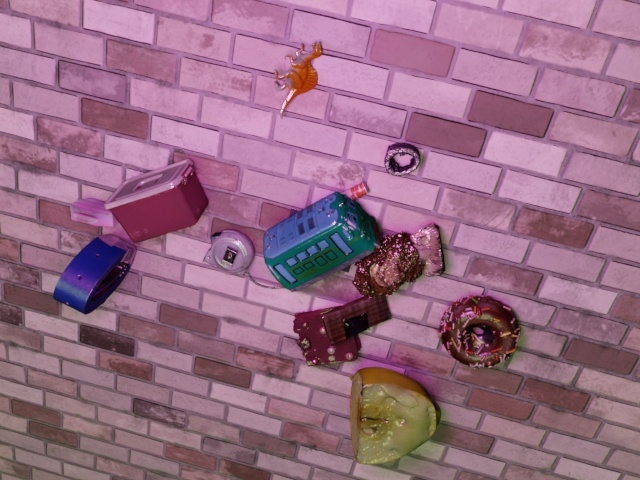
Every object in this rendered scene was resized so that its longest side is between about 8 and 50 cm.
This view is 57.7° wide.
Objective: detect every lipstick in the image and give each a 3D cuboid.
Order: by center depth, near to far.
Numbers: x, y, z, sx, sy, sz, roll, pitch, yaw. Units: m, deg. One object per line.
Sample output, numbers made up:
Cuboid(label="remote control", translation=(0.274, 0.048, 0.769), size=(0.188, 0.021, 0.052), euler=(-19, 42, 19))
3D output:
Cuboid(label="lipstick", translation=(0.088, -0.139, 1.811), size=(0.131, 0.038, 0.038), euler=(-24, 109, 21))

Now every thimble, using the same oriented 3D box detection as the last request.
Cuboid(label="thimble", translation=(0.242, -0.238, 1.719), size=(0.104, 0.066, 0.095), euler=(14, 115, 3))

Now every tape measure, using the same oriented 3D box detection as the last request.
Cuboid(label="tape measure", translation=(-0.224, 0.076, 1.950), size=(0.330, 0.084, 0.164), euler=(22, 122, 1))

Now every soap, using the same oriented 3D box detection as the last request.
Cuboid(label="soap", translation=(-0.760, -0.094, 1.959), size=(0.149, 0.100, 0.056), euler=(14, 117, 3))

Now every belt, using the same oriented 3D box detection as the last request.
Cuboid(label="belt", translation=(-0.736, 0.104, 1.914), size=(0.117, 0.347, 0.212), euler=(26, 110, -2))

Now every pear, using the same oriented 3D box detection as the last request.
Cuboid(label="pear", translation=(0.265, 0.592, 2.038), size=(0.318, 0.238, 0.342), euler=(2, 111, -4))

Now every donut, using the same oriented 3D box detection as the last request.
Cuboid(label="donut", translation=(0.522, 0.306, 1.911), size=(0.270, 0.103, 0.269), euler=(5, 118, 10))

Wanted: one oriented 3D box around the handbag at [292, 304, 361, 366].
Cuboid(label="handbag", translation=(0.020, 0.339, 2.037), size=(0.216, 0.074, 0.203), euler=(-11, 111, 14))

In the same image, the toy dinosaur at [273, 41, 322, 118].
Cuboid(label="toy dinosaur", translation=(-0.063, -0.467, 1.684), size=(0.142, 0.057, 0.212), euler=(-8, 127, -7))

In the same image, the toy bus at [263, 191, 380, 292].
Cuboid(label="toy bus", translation=(-0.011, -0.003, 1.789), size=(0.343, 0.183, 0.199), euler=(-29, 131, 21))

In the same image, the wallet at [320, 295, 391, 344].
Cuboid(label="wallet", translation=(0.120, 0.256, 1.945), size=(0.230, 0.042, 0.124), euler=(-23, 111, -12))

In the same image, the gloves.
Cuboid(label="gloves", translation=(0.243, 0.072, 1.827), size=(0.312, 0.135, 0.210), euler=(-15, 135, -5))

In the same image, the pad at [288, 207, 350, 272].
Cuboid(label="pad", translation=(0.000, 0.000, 1.915), size=(0.245, 0.006, 0.170), euler=(18, 117, 2))

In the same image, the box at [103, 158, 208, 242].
Cuboid(label="box", translation=(-0.513, -0.120, 1.854), size=(0.294, 0.193, 0.167), euler=(-15, 117, 17))
